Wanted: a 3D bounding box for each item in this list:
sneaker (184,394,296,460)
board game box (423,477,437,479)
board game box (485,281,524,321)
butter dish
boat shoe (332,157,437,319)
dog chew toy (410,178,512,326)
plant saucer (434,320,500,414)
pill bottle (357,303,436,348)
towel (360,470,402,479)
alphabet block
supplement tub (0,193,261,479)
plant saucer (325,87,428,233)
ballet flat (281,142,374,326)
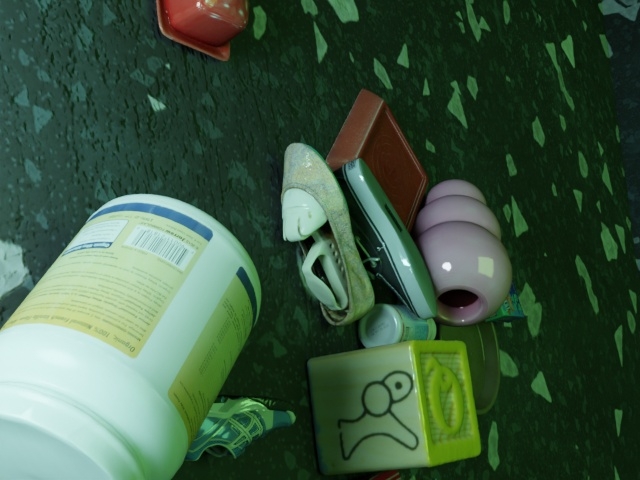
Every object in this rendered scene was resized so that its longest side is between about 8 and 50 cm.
[{"bbox_3d":[-0.117,0.248,1.212,0.211,0.080,0.081,8,78,-45],"label":"sneaker"},{"bbox_3d":[0.194,0.517,1.615,0.103,0.026,0.154,62,35,-21],"label":"board game box"},{"bbox_3d":[0.383,0.099,1.991,0.210,0.047,0.160,11,60,-65],"label":"board game box"},{"bbox_3d":[-0.157,-0.368,1.334,0.160,0.118,0.160,12,68,-55],"label":"butter dish"},{"bbox_3d":[0.097,0.013,1.572,0.306,0.105,0.113,59,19,-11],"label":"boat shoe"},{"bbox_3d":[0.266,0.007,1.769,0.207,0.206,0.332,51,30,-33],"label":"dog chew toy"},{"bbox_3d":[0.298,0.222,1.874,0.278,0.041,0.278,28,55,-49],"label":"plant saucer"},{"bbox_3d":[0.142,0.159,1.616,0.160,0.087,0.087,12,68,-55],"label":"pill bottle"},{"bbox_3d":[0.147,0.503,1.449,0.275,0.031,0.199,67,15,15],"label":"towel"},{"bbox_3d":[0.118,0.264,1.439,0.193,0.197,0.193,7,73,-56],"label":"alphabet block"},{"bbox_3d":[-0.216,0.126,0.957,0.228,0.228,0.316,57,37,-26],"label":"supplement tub"},{"bbox_3d":[0.125,-0.130,1.739,0.258,0.047,0.259,56,37,-28],"label":"plant saucer"},{"bbox_3d":[0.000,0.000,1.454,0.106,0.107,0.316,-37,110,-41],"label":"ballet flat"}]
